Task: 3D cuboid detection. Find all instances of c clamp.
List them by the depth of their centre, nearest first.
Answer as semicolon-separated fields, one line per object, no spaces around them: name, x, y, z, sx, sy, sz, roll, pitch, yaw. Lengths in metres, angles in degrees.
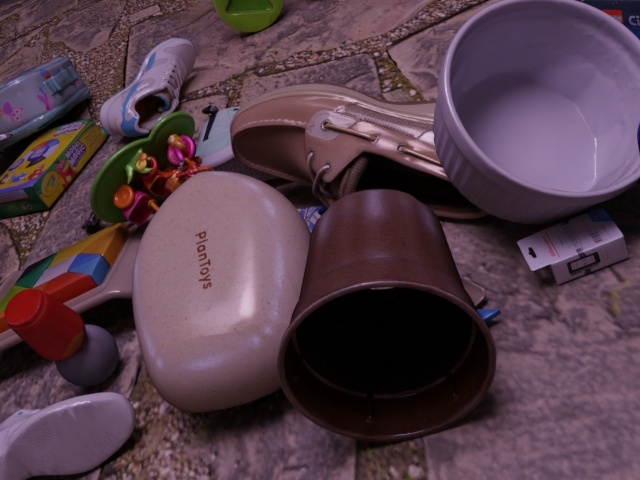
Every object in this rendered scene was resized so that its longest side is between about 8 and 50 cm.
c clamp;-0.292;-0.069;1.157;0.137;0.022;0.160;-34;19;47

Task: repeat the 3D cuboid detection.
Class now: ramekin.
ramekin;0.203;-0.113;0.751;0.207;0.109;0.207;2;70;-6

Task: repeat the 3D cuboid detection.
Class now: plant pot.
plant pot;0.050;0.049;0.671;0.167;0.167;0.165;-19;34;14

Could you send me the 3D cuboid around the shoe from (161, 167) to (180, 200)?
shoe;-0.227;-0.080;1.095;0.081;0.063;0.178;-9;18;24

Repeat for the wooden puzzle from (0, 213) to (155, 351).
wooden puzzle;-0.321;0.047;1.006;0.239;0.044;0.221;-20;23;10

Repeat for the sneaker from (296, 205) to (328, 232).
sneaker;0.000;0.000;0.871;0.058;0.052;0.135;-19;37;1

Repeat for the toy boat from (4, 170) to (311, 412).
toy boat;-0.149;0.067;0.814;0.318;0.148;0.267;-16;52;12

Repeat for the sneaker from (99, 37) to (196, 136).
sneaker;-0.276;-0.261;1.383;0.092;0.087;0.228;12;58;35

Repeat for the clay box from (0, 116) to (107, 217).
clay box;-0.461;-0.135;1.365;0.128;0.053;0.222;-9;39;29

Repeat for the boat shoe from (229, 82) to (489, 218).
boat shoe;0.035;-0.092;0.878;0.341;0.121;0.110;6;53;28

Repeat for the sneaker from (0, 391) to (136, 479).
sneaker;-0.281;0.194;0.802;0.212;0.080;0.094;-26;23;6

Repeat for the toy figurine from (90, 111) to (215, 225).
toy figurine;-0.166;-0.046;0.971;0.159;0.130;0.173;41;93;24

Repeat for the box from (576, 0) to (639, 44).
box;0.309;-0.177;0.784;0.044;0.159;0.233;-43;37;-21

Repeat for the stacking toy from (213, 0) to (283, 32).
stacking toy;-0.112;-0.558;1.485;0.280;0.309;0.130;-34;25;11

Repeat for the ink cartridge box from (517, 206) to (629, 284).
ink cartridge box;0.226;0.008;0.720;0.083;0.028;0.048;-22;35;9

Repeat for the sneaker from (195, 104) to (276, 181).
sneaker;-0.067;-0.151;1.066;0.256;0.094;0.151;-17;42;21

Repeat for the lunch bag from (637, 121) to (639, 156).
lunch bag;0.313;-0.052;0.648;0.096;0.128;0.151;-11;39;20

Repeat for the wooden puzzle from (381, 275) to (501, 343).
wooden puzzle;0.109;0.061;0.748;0.079;0.014;0.116;-39;35;-7

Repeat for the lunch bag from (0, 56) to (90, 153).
lunch bag;-0.562;-0.251;1.500;0.224;0.107;0.279;-21;21;10
